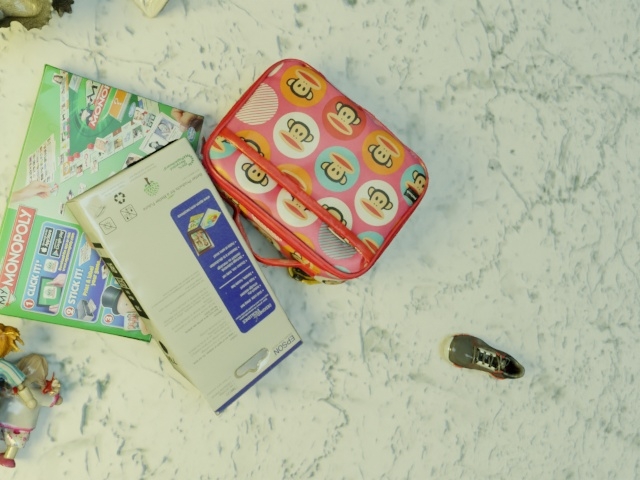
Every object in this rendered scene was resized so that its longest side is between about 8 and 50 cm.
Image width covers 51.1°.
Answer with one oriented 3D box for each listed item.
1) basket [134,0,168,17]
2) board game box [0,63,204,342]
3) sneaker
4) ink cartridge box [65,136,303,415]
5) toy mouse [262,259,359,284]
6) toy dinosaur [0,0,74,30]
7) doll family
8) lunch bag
[{"bbox_3d":[-0.237,-0.403,0.881,0.167,0.113,0.103,45,67,-17],"label":"basket"},{"bbox_3d":[-0.293,-0.043,0.879,0.213,0.046,0.317,16,82,-24],"label":"board game box"},{"bbox_3d":[0.283,0.198,1.135,0.158,0.065,0.061,19,81,-24],"label":"sneaker"},{"bbox_3d":[-0.168,0.049,0.882,0.165,0.065,0.332,-36,108,-28],"label":"ink cartridge box"},{"bbox_3d":[0.000,0.000,1.025,0.161,0.031,0.143,23,80,-23],"label":"toy mouse"},{"bbox_3d":[-0.341,-0.364,0.801,0.121,0.160,0.313,13,84,-25],"label":"toy dinosaur"},{"bbox_3d":[-0.426,0.164,0.770,0.263,0.118,0.163,23,79,-23],"label":"doll family"},{"bbox_3d":[-0.022,-0.081,0.950,0.293,0.120,0.258,39,75,-5],"label":"lunch bag"}]
